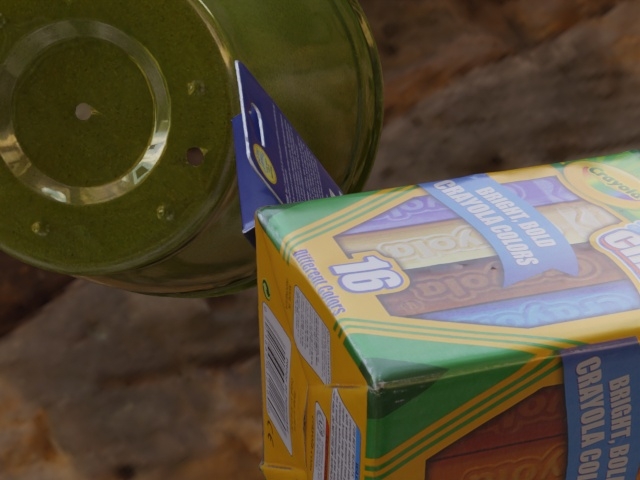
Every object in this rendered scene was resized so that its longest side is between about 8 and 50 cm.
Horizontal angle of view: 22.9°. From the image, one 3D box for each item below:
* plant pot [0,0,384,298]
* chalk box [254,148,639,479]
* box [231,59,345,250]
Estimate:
[{"bbox_3d":[-0.147,-0.107,1.289,0.366,0.366,0.353,-36,1,11],"label":"plant pot"},{"bbox_3d":[0.128,0.075,0.820,0.289,0.179,0.180,-9,-59,-16],"label":"chalk box"},{"bbox_3d":[0.000,0.000,1.012,0.036,0.225,0.136,-29,32,13],"label":"box"}]
